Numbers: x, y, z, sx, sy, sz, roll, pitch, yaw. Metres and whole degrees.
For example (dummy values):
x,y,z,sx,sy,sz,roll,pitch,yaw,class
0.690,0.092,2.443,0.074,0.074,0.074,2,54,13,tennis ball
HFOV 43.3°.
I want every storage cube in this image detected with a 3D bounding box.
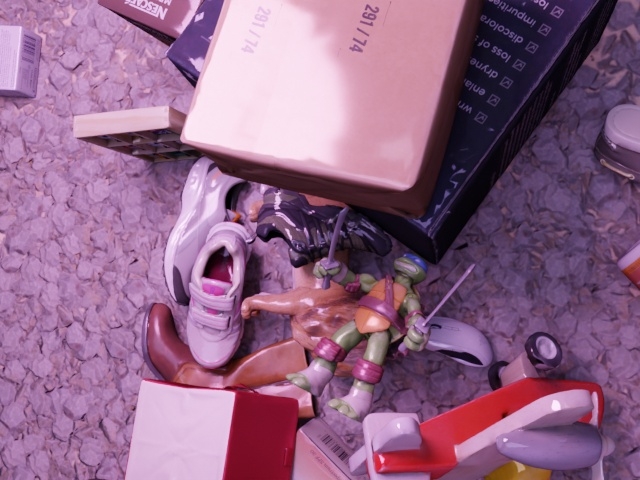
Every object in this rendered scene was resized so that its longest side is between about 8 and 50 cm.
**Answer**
x,y,z,sx,sy,sz,roll,pitch,yaw,class
-0.166,0.326,1.254,0.183,0.193,0.215,2,76,28,storage cube

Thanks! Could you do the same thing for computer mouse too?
x,y,z,sx,sy,sz,roll,pitch,yaw,class
0.198,0.148,1.322,0.193,0.106,0.042,19,133,-1,computer mouse

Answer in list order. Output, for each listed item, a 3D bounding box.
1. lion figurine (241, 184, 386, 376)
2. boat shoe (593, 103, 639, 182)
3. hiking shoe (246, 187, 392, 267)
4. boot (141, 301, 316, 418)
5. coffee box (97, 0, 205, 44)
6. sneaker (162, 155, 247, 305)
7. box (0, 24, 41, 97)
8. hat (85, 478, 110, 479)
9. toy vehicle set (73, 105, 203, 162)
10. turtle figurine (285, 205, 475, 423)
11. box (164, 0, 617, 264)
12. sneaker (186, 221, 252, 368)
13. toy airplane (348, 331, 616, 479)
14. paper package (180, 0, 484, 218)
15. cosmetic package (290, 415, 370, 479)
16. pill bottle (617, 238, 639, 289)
x,y,z,sx,sy,sz,roll,pitch,yaw,class
0.000,0.032,1.365,0.240,0.142,0.392,1,83,6,lion figurine
0.574,-0.109,1.238,0.305,0.091,0.109,26,57,13,boat shoe
0.000,0.000,1.288,0.226,0.086,0.114,19,80,13,hiking shoe
-0.163,0.210,1.424,0.280,0.096,0.264,-16,77,10,boot
-0.213,-0.375,1.355,0.168,0.297,0.119,27,94,15,coffee box
-0.207,-0.011,1.443,0.108,0.100,0.272,16,92,10,sneaker
-0.631,-0.352,1.583,0.137,0.072,0.126,6,89,15,box
-0.314,0.548,1.423,0.331,0.134,0.331,8,107,28,hat
-0.276,-0.177,1.380,0.166,0.267,0.035,-4,85,16,toy vehicle set
0.057,0.111,1.172,0.197,0.275,0.266,30,83,3,turtle figurine
0.117,-0.299,1.236,0.480,0.297,0.472,36,87,14,box
-0.179,0.095,1.356,0.103,0.111,0.252,5,93,3,sneaker
0.240,0.323,1.156,0.384,0.386,0.272,-33,70,12,toy airplane
0.024,-0.222,1.009,0.309,0.168,0.325,14,84,14,paper package
-0.063,0.462,1.364,0.153,0.129,0.296,42,99,13,cosmetic package
0.566,0.074,1.216,0.121,0.121,0.216,-43,78,9,pill bottle
